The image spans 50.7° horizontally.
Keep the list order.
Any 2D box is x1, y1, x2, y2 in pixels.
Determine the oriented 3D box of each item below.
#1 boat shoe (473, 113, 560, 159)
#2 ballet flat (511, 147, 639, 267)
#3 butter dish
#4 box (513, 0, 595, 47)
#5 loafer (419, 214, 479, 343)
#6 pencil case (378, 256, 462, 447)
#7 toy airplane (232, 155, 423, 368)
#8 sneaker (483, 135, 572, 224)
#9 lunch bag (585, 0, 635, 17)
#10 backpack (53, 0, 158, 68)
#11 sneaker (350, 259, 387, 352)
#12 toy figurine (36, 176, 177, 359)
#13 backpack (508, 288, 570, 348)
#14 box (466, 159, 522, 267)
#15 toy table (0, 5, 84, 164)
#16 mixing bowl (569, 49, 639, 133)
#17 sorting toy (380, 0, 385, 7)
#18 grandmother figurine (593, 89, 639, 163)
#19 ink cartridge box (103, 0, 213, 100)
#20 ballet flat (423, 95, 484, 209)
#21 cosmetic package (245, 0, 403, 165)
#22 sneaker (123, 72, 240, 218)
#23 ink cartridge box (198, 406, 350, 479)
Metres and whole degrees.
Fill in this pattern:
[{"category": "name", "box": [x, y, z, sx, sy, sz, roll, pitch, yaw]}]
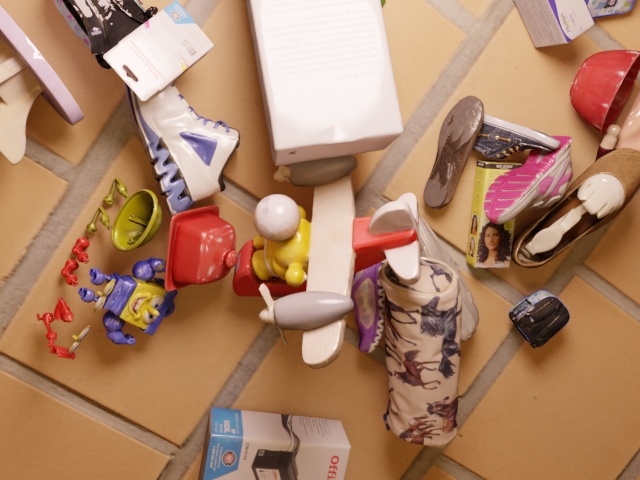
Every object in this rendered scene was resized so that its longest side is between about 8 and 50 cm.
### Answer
[{"category": "boat shoe", "box": [0.404, -0.201, 1.412, 0.065, 0.183, 0.083, -3, 115, -53]}, {"category": "ballet flat", "box": [0.532, -0.054, 1.414, 0.342, 0.124, 0.116, -43, 83, 28]}, {"category": "butter dish", "box": [-0.215, 0.024, 1.320, 0.118, 0.160, 0.160, 15, 106, 23]}, {"category": "box", "box": [0.466, -0.466, 1.360, 0.072, 0.137, 0.126, -32, 106, -2]}, {"category": "loafer", "box": [0.253, 0.073, 1.478, 0.111, 0.112, 0.320, -35, 104, -39]}, {"category": "pencil case", "box": [0.204, 0.227, 1.408, 0.159, 0.183, 0.411, -18, 119, -25]}, {"category": "toy airplane", "box": [0.000, 0.000, 1.259, 0.272, 0.386, 0.384, 37, 90, -37]}, {"category": "sneaker", "box": [0.446, -0.106, 1.400, 0.252, 0.103, 0.111, -40, 117, -15]}, {"category": "lunch bag", "box": [0.588, -0.539, 1.392, 0.128, 0.096, 0.151, -12, 119, -9]}, {"category": "backpack", "box": [-0.407, -0.423, 1.232, 0.152, 0.115, 0.182, -49, 119, -19]}, {"category": "sneaker", "box": [0.092, 0.125, 1.464, 0.104, 0.095, 0.237, 5, 97, -4]}, {"category": "toy figurine", "box": [-0.379, 0.082, 1.375, 0.217, 0.191, 0.363, 29, 89, -45]}, {"category": "backpack", "box": [0.497, 0.170, 1.539, 0.114, 0.084, 0.105, -39, 106, 6]}, {"category": "box", "box": [0.379, -0.057, 1.482, 0.087, 0.058, 0.233, 0, 102, -10]}, {"category": "toy table", "box": [-0.573, -0.284, 1.194, 0.161, 0.252, 0.274, -42, 98, -16]}, {"category": "mixing bowl", "box": [0.588, -0.324, 1.415, 0.098, 0.181, 0.182, 29, 99, 25]}, {"category": "sorting toy", "box": [0.088, -0.477, 1.345, 0.101, 0.042, 0.061, -15, 105, -6]}, {"category": "grandmother figurine", "box": [0.665, -0.188, 1.481, 0.207, 0.104, 0.343, 25, 100, -29]}, {"category": "ink cartridge box", "box": [-0.293, -0.328, 1.201, 0.104, 0.061, 0.181, 49, 63, -15]}, {"category": "ballet flat", "box": [0.288, -0.184, 1.439, 0.058, 0.084, 0.250, 9, 101, -52]}, {"category": "cosmetic package", "box": [-0.011, -0.384, 1.229, 0.229, 0.161, 0.454, -9, 87, -7]}, {"category": "sneaker", "box": [-0.259, -0.217, 1.317, 0.182, 0.127, 0.316, -20, 100, -18]}, {"category": "ink cartridge box", "box": [-0.108, 0.511, 1.494, 0.307, 0.129, 0.223, 9, 101, -11]}]
